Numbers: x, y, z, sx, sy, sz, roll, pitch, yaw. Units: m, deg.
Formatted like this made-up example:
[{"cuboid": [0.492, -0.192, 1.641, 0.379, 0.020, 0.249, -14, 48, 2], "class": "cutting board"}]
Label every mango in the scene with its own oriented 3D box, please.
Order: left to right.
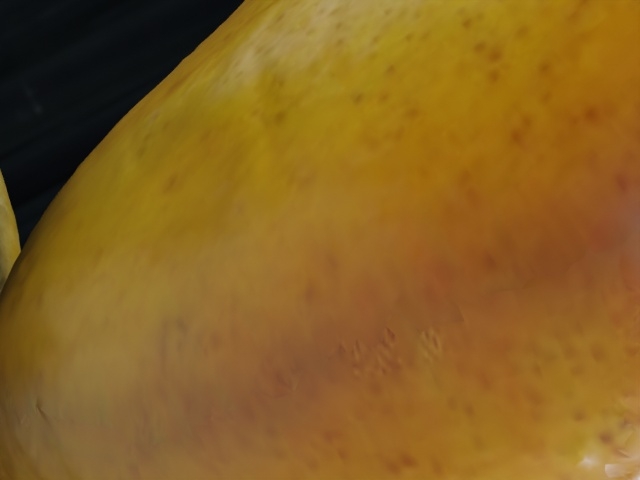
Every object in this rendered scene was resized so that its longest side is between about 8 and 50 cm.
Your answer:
[{"cuboid": [0.061, -0.017, 0.486, 0.201, 0.350, 0.199, 67, 11, 10], "class": "mango"}]

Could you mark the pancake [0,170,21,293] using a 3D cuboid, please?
[{"cuboid": [-0.232, 0.008, 1.141, 0.387, 0.082, 0.387, 169, -90, -69], "class": "pancake"}]
